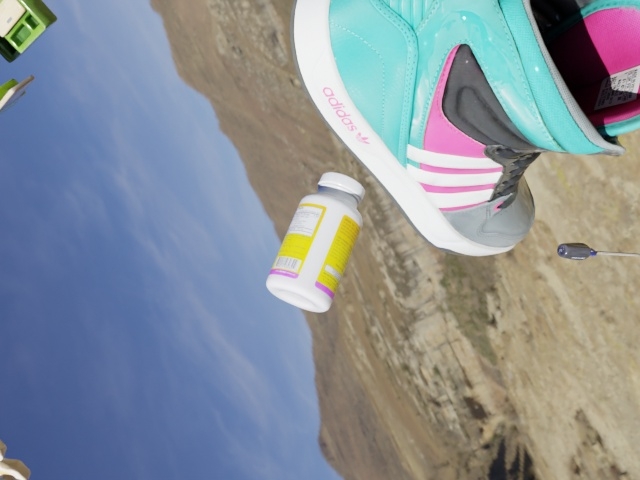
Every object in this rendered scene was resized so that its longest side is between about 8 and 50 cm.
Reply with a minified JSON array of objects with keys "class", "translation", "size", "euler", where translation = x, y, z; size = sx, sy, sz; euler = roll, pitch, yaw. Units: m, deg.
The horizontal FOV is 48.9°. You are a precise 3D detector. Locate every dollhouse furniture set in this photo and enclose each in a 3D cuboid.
[{"class":"dollhouse furniture set","translation":[-0.244,-0.114,0.468],"size":[0.076,0.058,0.152],"euler":[50,-136,-18]}]

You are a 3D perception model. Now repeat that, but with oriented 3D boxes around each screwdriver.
[{"class":"screwdriver","translation":[0.391,0.020,0.982],"size":[0.169,0.025,0.024],"euler":[8,-148,-34]}]

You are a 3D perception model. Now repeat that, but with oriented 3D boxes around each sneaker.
[{"class":"sneaker","translation":[0.133,-0.078,0.448],"size":[0.295,0.178,0.124],"euler":[35,-121,-49]}]

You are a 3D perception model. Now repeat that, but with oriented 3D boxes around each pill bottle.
[{"class":"pill bottle","translation":[0.000,0.000,0.445],"size":[0.043,0.083,0.043],"euler":[21,162,7]}]

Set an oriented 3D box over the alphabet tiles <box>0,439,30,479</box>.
[{"class":"alphabet tiles","translation":[-0.366,0.141,0.500],"size":[0.284,0.277,0.021],"euler":[92,-178,-54]}]
